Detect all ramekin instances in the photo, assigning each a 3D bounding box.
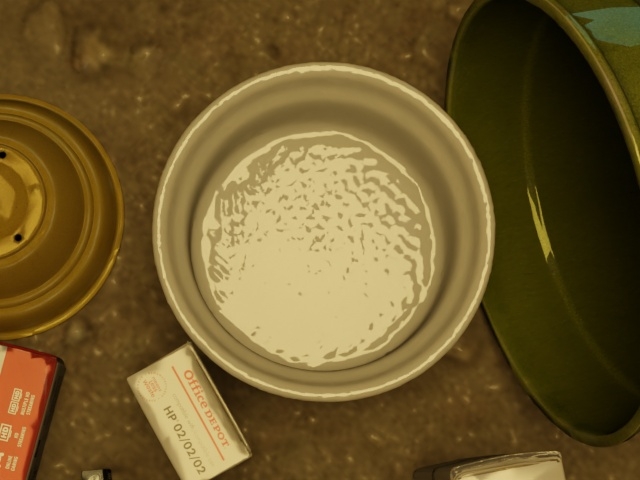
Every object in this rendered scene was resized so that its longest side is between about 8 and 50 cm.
[{"bbox_3d":[0.000,0.000,1.457,0.277,0.135,0.277,0,82,-3],"label":"ramekin"}]

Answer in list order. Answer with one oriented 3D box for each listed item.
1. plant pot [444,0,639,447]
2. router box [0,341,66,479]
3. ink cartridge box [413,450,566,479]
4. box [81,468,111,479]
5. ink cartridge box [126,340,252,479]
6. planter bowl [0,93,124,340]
[{"bbox_3d":[0.334,-0.058,1.398,0.353,0.366,0.366,-14,83,-16],"label":"plant pot"},{"bbox_3d":[-0.400,0.224,1.432,0.301,0.082,0.335,14,82,-1],"label":"router box"},{"bbox_3d":[0.142,0.251,1.388,0.092,0.218,0.158,-9,83,-4],"label":"ink cartridge box"},{"bbox_3d":[-0.184,0.224,1.443,0.018,0.083,0.067,-5,82,-3],"label":"box"},{"bbox_3d":[-0.105,0.144,1.408,0.062,0.181,0.104,-29,85,-6],"label":"ink cartridge box"},{"bbox_3d":[-0.277,-0.027,1.468,0.217,0.090,0.217,0,82,-4],"label":"planter bowl"}]
